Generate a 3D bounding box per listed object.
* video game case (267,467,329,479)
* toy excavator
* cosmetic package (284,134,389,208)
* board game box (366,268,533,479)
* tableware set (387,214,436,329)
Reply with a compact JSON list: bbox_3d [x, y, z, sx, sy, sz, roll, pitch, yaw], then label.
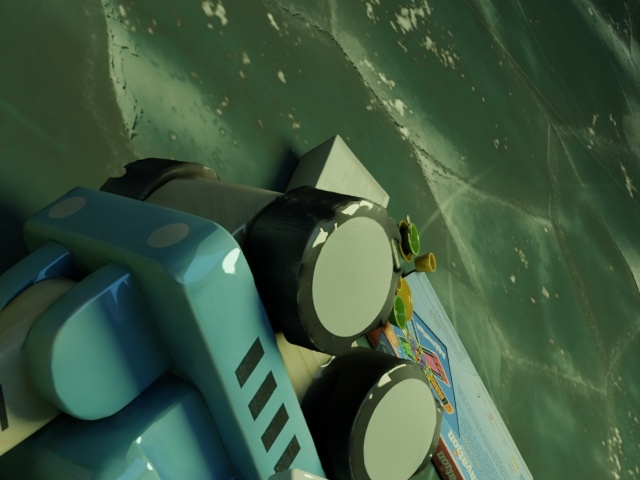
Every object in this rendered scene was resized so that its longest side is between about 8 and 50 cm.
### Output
[{"bbox_3d":[0.045,0.303,0.724,0.204,0.025,0.285,30,46,-42],"label":"video game case"},{"bbox_3d":[-0.165,0.095,0.721,0.445,0.222,0.432,-42,128,-33],"label":"toy excavator"},{"bbox_3d":[0.000,0.000,1.186,0.099,0.060,0.239,48,34,-20],"label":"cosmetic package"},{"bbox_3d":[0.141,0.175,1.287,0.281,0.027,0.145,62,30,1],"label":"board game box"},{"bbox_3d":[0.096,0.034,1.258,0.154,0.024,0.104,-36,115,-66],"label":"tableware set"}]
